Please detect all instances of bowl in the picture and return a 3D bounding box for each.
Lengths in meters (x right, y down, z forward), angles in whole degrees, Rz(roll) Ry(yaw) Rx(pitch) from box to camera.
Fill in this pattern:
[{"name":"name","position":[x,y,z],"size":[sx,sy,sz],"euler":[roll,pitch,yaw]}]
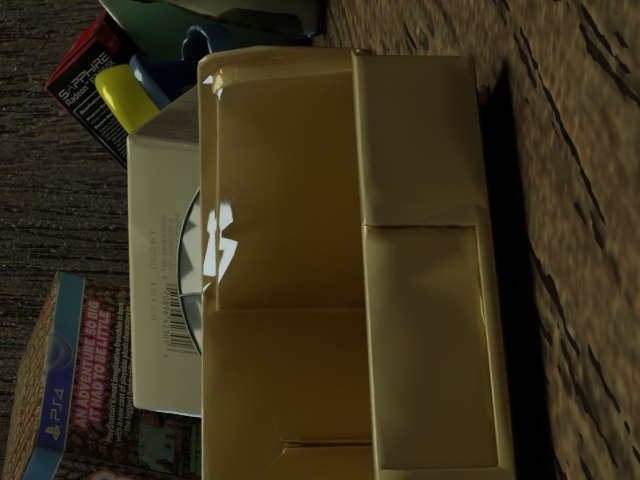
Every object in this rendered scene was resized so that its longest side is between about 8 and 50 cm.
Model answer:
[{"name":"bowl","position":[-0.135,-0.272,1.653],"size":[0.311,0.163,0.311],"euler":[47,-177,-3]}]

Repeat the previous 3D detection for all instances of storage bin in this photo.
[{"name":"storage bin","position":[0.007,0.092,0.561],"size":[0.260,0.123,0.262],"euler":[98,171,-64]}]

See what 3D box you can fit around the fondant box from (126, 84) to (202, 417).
[{"name":"fondant box","position":[-0.072,-0.020,1.174],"size":[0.330,0.096,0.238],"euler":[-58,-28,-66]}]

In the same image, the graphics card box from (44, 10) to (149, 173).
[{"name":"graphics card box","position":[-0.164,-0.102,1.576],"size":[0.371,0.094,0.233],"euler":[46,-172,-16]}]

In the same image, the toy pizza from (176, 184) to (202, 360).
[{"name":"toy pizza","position":[-0.029,0.031,0.953],"size":[0.201,0.032,0.201],"euler":[8,103,40]}]

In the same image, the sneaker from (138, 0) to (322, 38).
[{"name":"sneaker","position":[-0.170,-0.334,1.328],"size":[0.158,0.410,0.182],"euler":[28,107,59]}]

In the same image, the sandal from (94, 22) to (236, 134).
[{"name":"sandal","position":[-0.089,-0.130,1.389],"size":[0.317,0.138,0.126],"euler":[29,-156,-56]}]

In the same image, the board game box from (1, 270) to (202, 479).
[{"name":"board game box","position":[-0.144,0.188,1.254],"size":[0.232,0.291,0.141],"euler":[-95,27,-51]}]
